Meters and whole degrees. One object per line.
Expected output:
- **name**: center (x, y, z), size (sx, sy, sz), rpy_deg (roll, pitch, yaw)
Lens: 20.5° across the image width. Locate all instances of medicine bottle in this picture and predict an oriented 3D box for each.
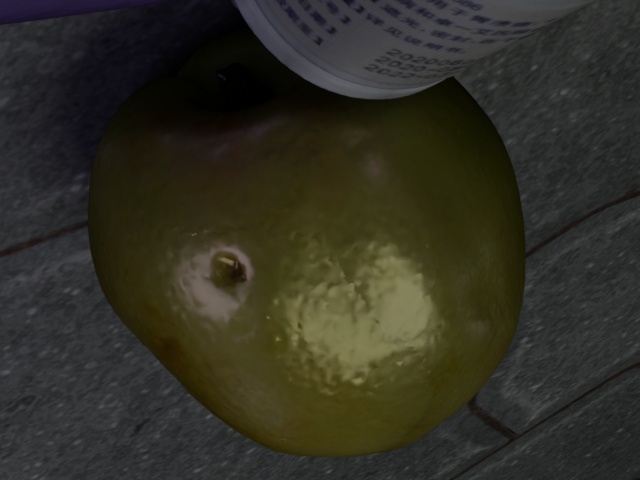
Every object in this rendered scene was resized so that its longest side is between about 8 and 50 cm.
- **medicine bottle**: center (0.090, -0.204, 0.941), size (0.190, 0.190, 0.332), rpy_deg (-15, 176, -27)

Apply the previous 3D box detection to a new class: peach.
- **peach**: center (-0.001, -0.003, 1.225), size (0.281, 0.314, 0.315), rpy_deg (-41, 114, -7)

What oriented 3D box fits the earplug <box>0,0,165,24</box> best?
- **earplug**: center (-0.209, -0.185, 0.814), size (0.456, 0.215, 0.215), rpy_deg (-10, 148, -41)
